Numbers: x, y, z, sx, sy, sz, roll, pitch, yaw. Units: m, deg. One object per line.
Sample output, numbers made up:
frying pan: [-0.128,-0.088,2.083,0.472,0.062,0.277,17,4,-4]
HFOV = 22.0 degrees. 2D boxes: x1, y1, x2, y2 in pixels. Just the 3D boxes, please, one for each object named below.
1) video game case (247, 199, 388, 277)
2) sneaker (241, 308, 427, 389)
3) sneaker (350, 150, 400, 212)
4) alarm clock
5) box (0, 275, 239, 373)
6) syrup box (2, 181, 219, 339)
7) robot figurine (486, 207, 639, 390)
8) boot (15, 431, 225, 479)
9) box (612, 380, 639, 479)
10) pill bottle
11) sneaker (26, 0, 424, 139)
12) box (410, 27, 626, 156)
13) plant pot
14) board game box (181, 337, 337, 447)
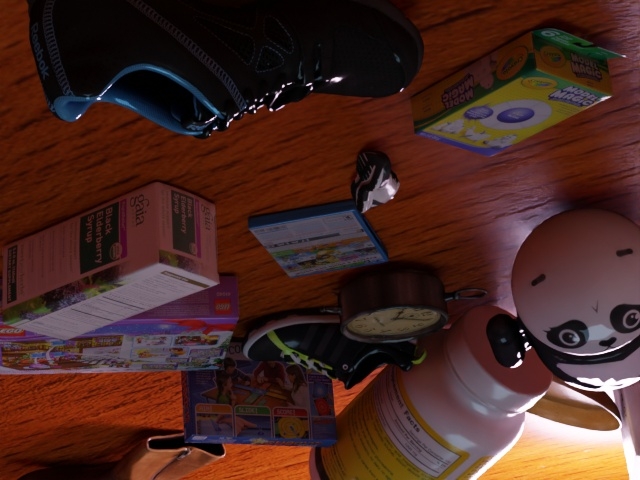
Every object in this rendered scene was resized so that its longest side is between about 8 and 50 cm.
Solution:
video game case: [0.000,0.000,1.825,0.119,0.015,0.166,-10,157,12]
sneaker: [0.014,0.139,2.063,0.235,0.097,0.084,-10,157,12]
sneaker: [0.059,-0.064,1.656,0.044,0.040,0.109,-17,165,-13]
alarm clock: [0.104,0.073,1.963,0.192,0.064,0.129,-8,158,15]
box: [-0.253,0.103,1.973,0.293,0.057,0.201,0,159,-10]
syrup box: [-0.223,0.025,1.735,0.237,0.093,0.096,-21,153,35]
robot figurine: [0.308,0.072,1.850,0.173,0.209,0.278,26,169,22]
boot: [-0.325,0.372,2.585,0.264,0.096,0.280,10,153,-31]
box: [0.468,0.222,2.251,0.119,0.181,0.182,-10,157,4]
pill bottle: [0.145,0.236,2.149,0.188,0.188,0.334,12,135,-35]
sneaker: [-0.071,-0.136,1.300,0.341,0.139,0.125,5,154,-27]
box: [0.180,-0.134,1.490,0.105,0.043,0.179,13,151,-38]
plant pot: [0.305,0.203,2.269,0.236,0.032,0.236,21,164,6]
board game box: [-0.080,0.196,2.137,0.201,0.136,0.035,6,155,-23]
